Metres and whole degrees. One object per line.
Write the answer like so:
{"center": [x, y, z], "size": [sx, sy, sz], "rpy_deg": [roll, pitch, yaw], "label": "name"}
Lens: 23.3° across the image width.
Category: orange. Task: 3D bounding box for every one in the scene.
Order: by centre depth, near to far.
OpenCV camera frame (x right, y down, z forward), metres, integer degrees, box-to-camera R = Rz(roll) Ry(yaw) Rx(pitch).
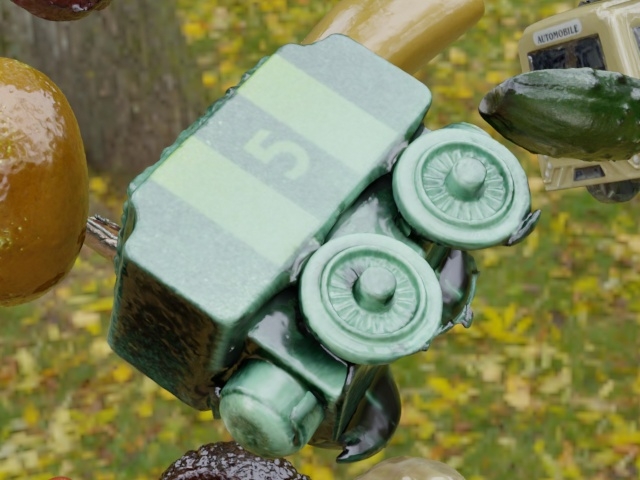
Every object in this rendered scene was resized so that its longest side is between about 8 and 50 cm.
{"center": [-0.304, -0.049, 1.436], "size": [0.179, 0.237, 0.158], "rpy_deg": [-5, 12, -22], "label": "orange"}

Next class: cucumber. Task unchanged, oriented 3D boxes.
{"center": [0.136, -0.064, 0.859], "size": [0.107, 0.067, 0.035], "rpy_deg": [4, 60, -35], "label": "cucumber"}

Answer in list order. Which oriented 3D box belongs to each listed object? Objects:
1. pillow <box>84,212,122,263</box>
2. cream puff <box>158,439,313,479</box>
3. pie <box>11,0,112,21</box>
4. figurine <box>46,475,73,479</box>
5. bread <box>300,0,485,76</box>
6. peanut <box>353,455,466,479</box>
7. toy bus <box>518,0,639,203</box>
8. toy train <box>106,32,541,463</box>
{"center": [-0.208, 0.011, 1.698], "size": [0.126, 0.043, 0.232], "rpy_deg": [34, -1, -1], "label": "pillow"}
{"center": [-0.099, 0.357, 1.882], "size": [0.239, 0.239, 0.165], "rpy_deg": [6, 10, 17], "label": "cream puff"}
{"center": [-0.190, -0.230, 1.096], "size": [0.154, 0.154, 0.036], "rpy_deg": [-25, 18, -37], "label": "pie"}
{"center": [-0.306, 0.309, 1.680], "size": [0.075, 0.068, 0.140], "rpy_deg": [22, 42, 18], "label": "figurine"}
{"center": [0.054, -0.197, 1.518], "size": [0.217, 0.098, 0.147], "rpy_deg": [-44, 20, -25], "label": "bread"}
{"center": [0.046, 0.210, 1.008], "size": [0.086, 0.228, 0.104], "rpy_deg": [-23, 70, -24], "label": "peanut"}
{"center": [0.373, -0.160, 1.433], "size": [0.365, 0.201, 0.177], "rpy_deg": [-18, 5, -28], "label": "toy bus"}
{"center": [0.000, 0.000, 1.063], "size": [0.238, 0.167, 0.299], "rpy_deg": [33, 54, 10], "label": "toy train"}
